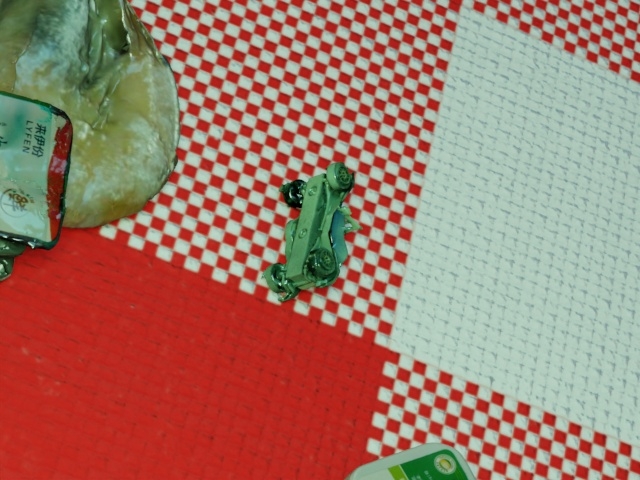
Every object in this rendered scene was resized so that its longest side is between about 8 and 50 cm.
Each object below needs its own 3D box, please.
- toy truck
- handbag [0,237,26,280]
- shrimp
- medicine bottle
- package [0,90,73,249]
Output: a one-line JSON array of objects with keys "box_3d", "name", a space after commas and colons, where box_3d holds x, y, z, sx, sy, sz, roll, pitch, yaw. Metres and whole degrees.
[{"box_3d": [0.000, -0.001, 1.983, 0.078, 0.080, 0.154, 38, 48, -35], "name": "toy truck"}, {"box_3d": [-0.429, -0.017, 1.781, 0.260, 0.079, 0.247, 39, 53, 0], "name": "handbag"}, {"box_3d": [-0.244, -0.214, 1.974, 0.221, 0.110, 0.445, 14, 60, -24], "name": "shrimp"}, {"box_3d": [0.071, 0.275, 1.849, 0.183, 0.069, 0.119, -15, 71, -30], "name": "medicine bottle"}, {"box_3d": [-0.349, -0.088, 1.790, 0.232, 0.040, 0.166, 16, 58, -19], "name": "package"}]
